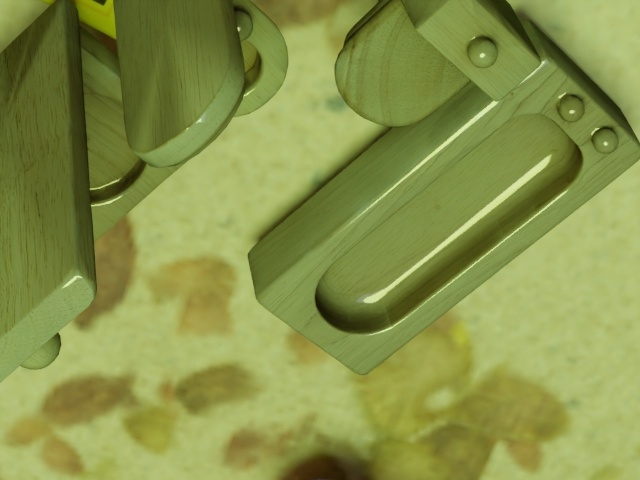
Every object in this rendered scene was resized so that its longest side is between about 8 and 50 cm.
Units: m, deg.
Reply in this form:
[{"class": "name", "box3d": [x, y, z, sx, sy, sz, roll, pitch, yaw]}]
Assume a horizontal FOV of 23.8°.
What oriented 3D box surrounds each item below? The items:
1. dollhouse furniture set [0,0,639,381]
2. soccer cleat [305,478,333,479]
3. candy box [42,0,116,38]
[{"class": "dollhouse furniture set", "box3d": [0.000, 0.000, 0.398, 0.144, 0.123, 0.151, -40, 124, 19]}, {"class": "soccer cleat", "box3d": [0.023, 0.186, 0.552, 0.095, 0.083, 0.248, -16, 117, -26]}, {"class": "candy box", "box3d": [-0.118, -0.144, 0.389, 0.206, 0.027, 0.105, 27, 113, -15]}]
